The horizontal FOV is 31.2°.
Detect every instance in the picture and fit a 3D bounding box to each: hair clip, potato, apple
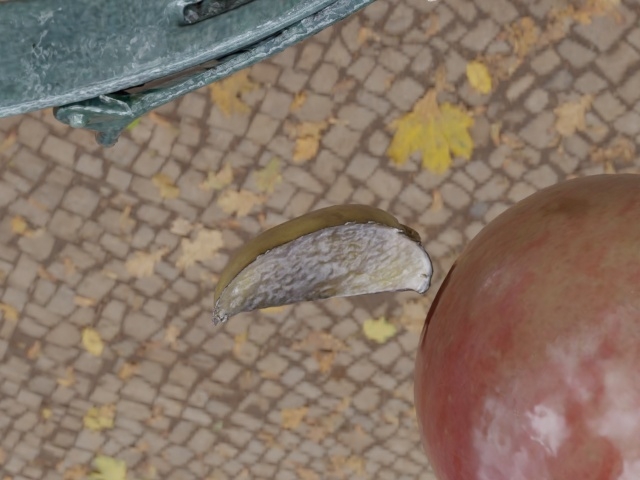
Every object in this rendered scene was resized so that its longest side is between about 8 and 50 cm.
[{"bbox_3d":[-0.009,-0.076,0.300,0.229,0.039,0.070,-19,161,37],"label":"hair clip"},{"bbox_3d":[-0.003,-0.001,1.185,0.261,0.100,0.120,-5,129,-31],"label":"potato"},{"bbox_3d":[0.232,0.093,0.731,0.345,0.345,0.269,21,108,-12],"label":"apple"}]
